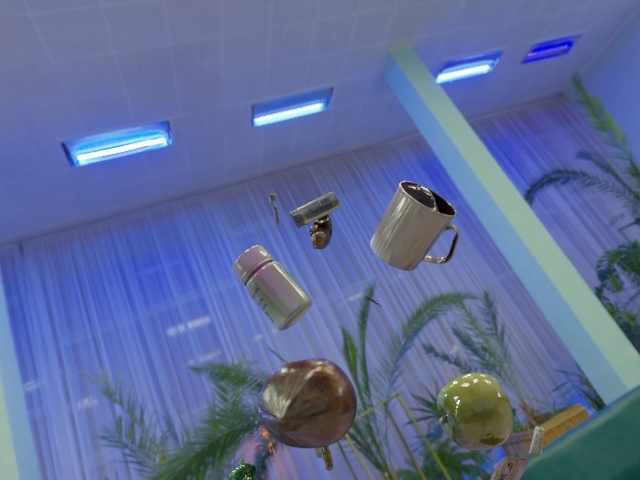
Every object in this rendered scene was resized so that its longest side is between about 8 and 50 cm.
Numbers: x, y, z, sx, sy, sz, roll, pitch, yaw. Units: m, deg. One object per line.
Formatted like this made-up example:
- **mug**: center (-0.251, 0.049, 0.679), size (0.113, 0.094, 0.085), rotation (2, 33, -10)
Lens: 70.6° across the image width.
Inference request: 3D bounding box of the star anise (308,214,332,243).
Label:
- **star anise**: center (-0.008, -0.108, 2.523), size (0.148, 0.346, 0.237), rotation (-16, -45, -3)

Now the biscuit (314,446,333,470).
- **biscuit**: center (0.011, 1.001, 2.130), size (0.039, 0.174, 0.183), rotation (-9, -35, -19)

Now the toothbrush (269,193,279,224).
- **toothbrush**: center (-0.224, -0.144, 2.242), size (0.037, 0.028, 0.375), rotation (-12, -20, -6)

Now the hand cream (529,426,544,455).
- **hand cream**: center (1.035, 0.957, 2.151), size (0.061, 0.143, 0.039), rotation (8, 6, -2)

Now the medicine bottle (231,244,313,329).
- **medicine bottle**: center (-0.235, 0.223, 2.167), size (0.219, 0.388, 0.219), rotation (-41, -15, -13)

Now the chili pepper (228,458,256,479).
- **chili pepper**: center (-0.260, 0.910, 1.602), size (0.136, 0.270, 0.099), rotation (-9, -44, -16)

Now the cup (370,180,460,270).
- **cup**: center (0.353, -0.046, 1.641), size (0.288, 0.208, 0.273), rotation (12, -58, -28)

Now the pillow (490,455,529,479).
- **pillow**: center (0.708, 0.866, 1.691), size (0.232, 0.043, 0.126), rotation (27, -88, -41)

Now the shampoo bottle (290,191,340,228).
- **shampoo bottle**: center (-0.024, -0.140, 2.086), size (0.227, 0.086, 0.056), rotation (-28, -7, -12)

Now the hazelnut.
- **hazelnut**: center (-0.059, 0.655, 1.833), size (0.409, 0.359, 0.359), rotation (-15, -18, 17)

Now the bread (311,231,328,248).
- **bread**: center (0.000, 0.000, 2.122), size (0.085, 0.085, 0.053), rotation (-8, -1, -39)

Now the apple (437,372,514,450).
- **apple**: center (0.609, 0.688, 1.763), size (0.258, 0.233, 0.295), rotation (-15, -52, -9)

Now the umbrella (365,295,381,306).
- **umbrella**: center (0.295, 0.339, 2.518), size (0.013, 0.122, 0.022), rotation (-60, 17, -12)
